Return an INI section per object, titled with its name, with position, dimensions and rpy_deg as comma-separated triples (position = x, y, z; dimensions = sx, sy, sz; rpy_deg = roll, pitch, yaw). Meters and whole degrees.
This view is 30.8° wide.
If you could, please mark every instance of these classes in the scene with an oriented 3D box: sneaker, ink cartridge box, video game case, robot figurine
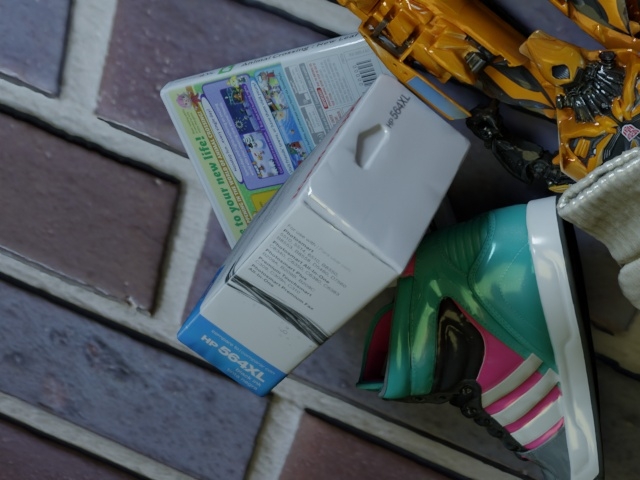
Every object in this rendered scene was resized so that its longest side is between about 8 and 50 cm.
[sneaker]
position = 0.121, 0.107, 0.899
dimensions = 0.178, 0.124, 0.296
rpy_deg = -7, 122, 15
[ink cartridge box]
position = 0.000, 0.000, 0.825
dimensions = 0.086, 0.148, 0.203
rpy_deg = 38, 139, -7
[video game case]
position = -0.002, -0.050, 0.923
dimensions = 0.193, 0.023, 0.212
rpy_deg = -10, 118, 25
[robot figurine]
position = 0.144, -0.139, 0.773
dimensions = 0.291, 0.085, 0.211
rpy_deg = 38, 127, -6

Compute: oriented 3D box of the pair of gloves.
[pair of gloves]
position = 0.302, -0.016, 0.768
dimensions = 0.240, 0.042, 0.204
rpy_deg = -26, 134, 27
